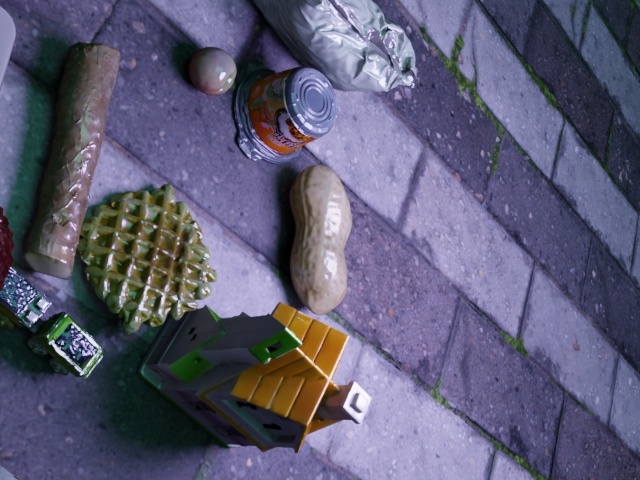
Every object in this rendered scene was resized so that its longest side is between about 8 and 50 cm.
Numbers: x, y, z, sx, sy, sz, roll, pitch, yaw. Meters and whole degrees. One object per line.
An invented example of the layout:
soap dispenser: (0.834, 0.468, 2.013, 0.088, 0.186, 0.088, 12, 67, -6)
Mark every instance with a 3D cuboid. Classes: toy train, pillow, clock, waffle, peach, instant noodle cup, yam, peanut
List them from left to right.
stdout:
toy train: (-0.378, 0.109, 1.070, 0.202, 0.081, 0.060, 50, 52, -25)
yam: (-0.357, -0.120, 1.143, 0.081, 0.081, 0.357, 24, 64, -40)
waffle: (-0.260, 0.023, 1.209, 0.207, 0.054, 0.214, -27, 85, -44)
peach: (-0.184, -0.288, 1.350, 0.083, 0.083, 0.083, 11, 74, -43)
clock: (-0.077, 0.201, 1.192, 0.235, 0.309, 0.166, 48, 53, -28)
instant noodle cup: (-0.049, -0.237, 1.439, 0.177, 0.125, 0.208, 36, 58, -35)
peanut: (0.000, 0.000, 1.460, 0.125, 0.111, 0.275, 16, 73, -58)
pillow: (0.017, -0.376, 1.433, 0.283, 0.310, 0.138, 37, 88, -28)

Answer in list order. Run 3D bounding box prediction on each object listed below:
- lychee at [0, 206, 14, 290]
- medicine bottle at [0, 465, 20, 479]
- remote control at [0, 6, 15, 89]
lychee: (-0.477, 0.004, 0.885, 0.260, 0.260, 0.261, 11, 74, -43)
medicine bottle: (-0.411, 0.359, 0.940, 0.143, 0.147, 0.147, -36, 107, -41)
remote control: (-0.474, -0.215, 1.083, 0.077, 0.022, 0.245, 22, 67, -38)
